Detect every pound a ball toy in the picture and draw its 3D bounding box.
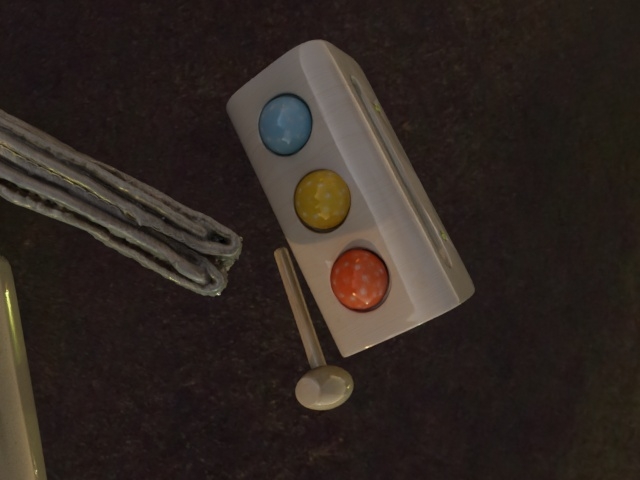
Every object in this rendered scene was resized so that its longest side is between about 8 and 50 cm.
[{"bbox_3d":[0.000,0.000,0.554,0.135,0.208,0.319,-7,70,-63],"label":"pound a ball toy"}]

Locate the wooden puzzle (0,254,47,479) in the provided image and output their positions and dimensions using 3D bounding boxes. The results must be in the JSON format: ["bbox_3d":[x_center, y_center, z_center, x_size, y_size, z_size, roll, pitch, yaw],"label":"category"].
[{"bbox_3d":[-0.299,0.125,0.327,0.238,0.044,0.221,-11,114,-33],"label":"wooden puzzle"}]

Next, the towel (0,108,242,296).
[{"bbox_3d":[-0.150,-0.017,0.426,0.187,0.282,0.049,29,83,-6],"label":"towel"}]
